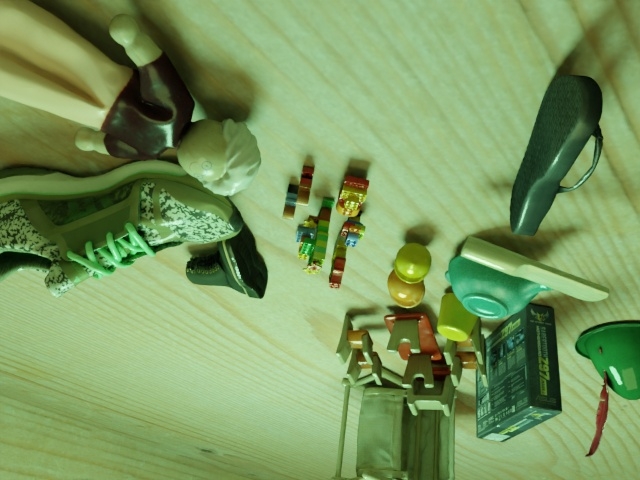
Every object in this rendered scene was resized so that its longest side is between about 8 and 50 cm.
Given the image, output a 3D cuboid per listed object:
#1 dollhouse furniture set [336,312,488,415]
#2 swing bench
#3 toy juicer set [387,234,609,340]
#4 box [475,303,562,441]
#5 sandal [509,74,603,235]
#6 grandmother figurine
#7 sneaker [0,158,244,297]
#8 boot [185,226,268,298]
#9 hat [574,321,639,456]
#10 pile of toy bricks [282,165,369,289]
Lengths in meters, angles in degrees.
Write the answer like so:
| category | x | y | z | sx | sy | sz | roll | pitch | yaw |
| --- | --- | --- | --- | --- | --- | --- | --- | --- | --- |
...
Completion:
| category | x | y | z | sx | sy | sz | roll | pitch | yaw |
| --- | --- | --- | --- | --- | --- | --- | --- | --- | --- |
| dollhouse furniture set | 0.194 | 0.223 | 1.145 | 0.262 | 0.135 | 0.259 | -5 | 135 | 21 |
| swing bench | 0.183 | 0.466 | 1.389 | 0.254 | 0.253 | 0.165 | 22 | 147 | -20 |
| toy juicer set | 0.223 | 0.044 | 0.858 | 0.209 | 0.089 | 0.329 | 31 | 153 | -11 |
| box | 0.346 | 0.243 | 1.047 | 0.059 | 0.183 | 0.233 | 11 | 148 | -4 |
| sandal | 0.255 | -0.087 | 0.625 | 0.054 | 0.097 | 0.254 | 5 | 159 | 8 |
| grandmother figurine | -0.222 | -0.147 | 0.632 | 0.342 | 0.104 | 0.208 | 26 | 154 | -21 |
| sneaker | -0.304 | 0.005 | 0.817 | 0.410 | 0.182 | 0.158 | -2 | 147 | 16 |
| boot | -0.173 | 0.036 | 0.949 | 0.137 | 0.077 | 0.198 | 7 | 148 | 12 |
| hat | 0.553 | 0.270 | 1.040 | 0.173 | 0.184 | 0.208 | -6 | 146 | 22 |
| pile of toy bricks | 0.000 | 0.000 | 0.808 | 0.118 | 0.105 | 0.212 | 11 | 149 | -3 |
